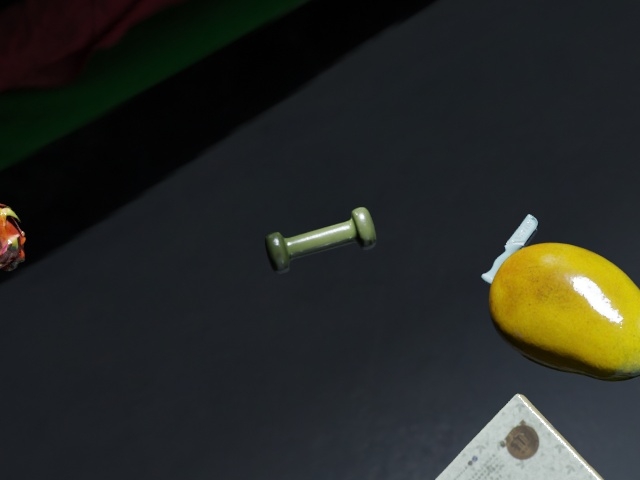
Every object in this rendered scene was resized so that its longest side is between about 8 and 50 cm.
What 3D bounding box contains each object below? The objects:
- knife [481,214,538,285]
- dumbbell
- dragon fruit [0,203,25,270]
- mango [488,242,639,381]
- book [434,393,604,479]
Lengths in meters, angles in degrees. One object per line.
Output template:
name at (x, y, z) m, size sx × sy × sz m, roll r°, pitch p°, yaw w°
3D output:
knife at (0.261, 0.010, 1.755) m, size 0.028 × 0.015 × 0.210 m, roll 4°, pitch 26°, yaw 26°
dumbbell at (0.000, 0.000, 1.382) m, size 0.118 × 0.046 × 0.052 m, roll -16°, pitch -3°, yaw -2°
dragon fruit at (-0.398, -0.006, 1.509) m, size 0.116 × 0.081 × 0.086 m, roll 12°, pitch -38°, yaw -27°
mango at (0.223, 0.061, 1.137) m, size 0.089 × 0.163 × 0.111 m, roll 46°, pitch -117°, yaw -53°
book at (0.250, 0.352, 1.448) m, size 0.217 × 0.310 × 0.021 m, roll -47°, pitch -31°, yaw 7°
